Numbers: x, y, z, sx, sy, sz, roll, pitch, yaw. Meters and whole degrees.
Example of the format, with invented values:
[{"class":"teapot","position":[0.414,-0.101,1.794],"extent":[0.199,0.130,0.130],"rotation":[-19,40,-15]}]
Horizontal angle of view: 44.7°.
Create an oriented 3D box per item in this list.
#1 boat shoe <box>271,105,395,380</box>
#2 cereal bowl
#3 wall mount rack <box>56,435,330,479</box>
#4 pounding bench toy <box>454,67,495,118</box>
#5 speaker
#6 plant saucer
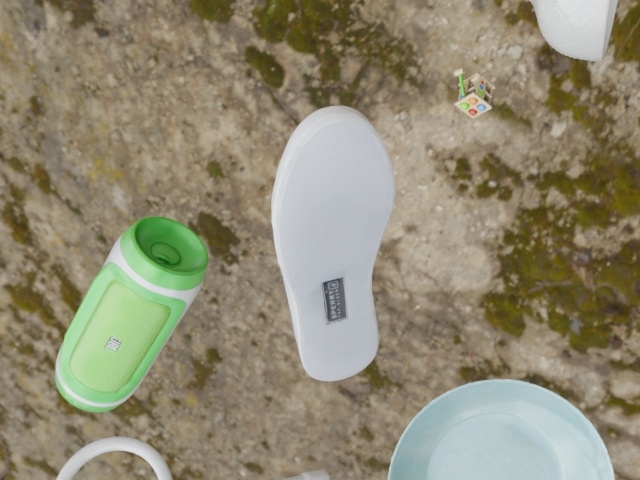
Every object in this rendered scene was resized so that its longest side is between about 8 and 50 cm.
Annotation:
[{"class":"boat shoe","position":[0.000,0.000,0.620],"extent":[0.095,0.084,0.258],"rotation":[-7,129,-14]},{"class":"cereal bowl","position":[0.409,-0.458,1.226],"extent":[0.141,0.339,0.338],"rotation":[13,126,19]},{"class":"wall mount rack","position":[-0.106,0.345,0.705],"extent":[0.130,0.304,0.349],"rotation":[91,162,-63]},{"class":"pounding bench toy","position":[0.289,-0.287,1.509],"extent":[0.083,0.065,0.052],"rotation":[31,147,-25]},{"class":"speaker","position":[-0.266,0.107,1.075],"extent":[0.131,0.131,0.296],"rotation":[38,121,4]},{"class":"plant saucer","position":[0.156,0.215,0.685],"extent":[0.195,0.037,0.194],"rotation":[0,90,4]}]
